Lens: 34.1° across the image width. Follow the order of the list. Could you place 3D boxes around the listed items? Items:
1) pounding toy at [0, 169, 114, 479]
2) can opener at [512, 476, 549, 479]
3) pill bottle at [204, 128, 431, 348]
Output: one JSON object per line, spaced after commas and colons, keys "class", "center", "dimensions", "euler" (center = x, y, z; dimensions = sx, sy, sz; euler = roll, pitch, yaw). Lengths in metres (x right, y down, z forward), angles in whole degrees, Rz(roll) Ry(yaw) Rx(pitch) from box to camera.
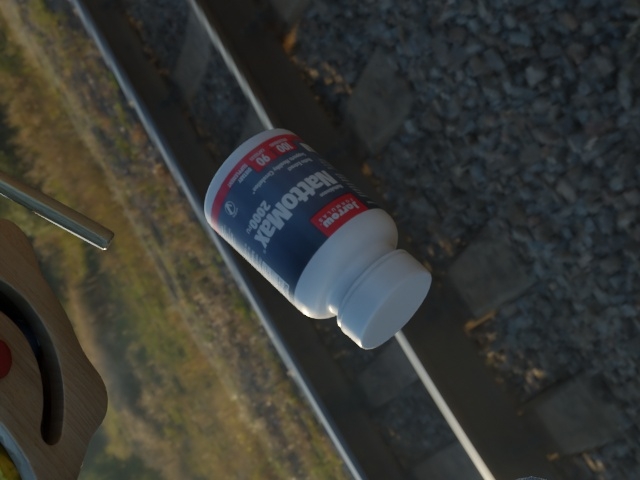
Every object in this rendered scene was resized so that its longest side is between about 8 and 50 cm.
{"class": "pounding toy", "center": [-0.220, 0.058, 0.664], "dimensions": [0.154, 0.154, 0.270], "euler": [-12, 112, 30]}
{"class": "can opener", "center": [0.191, 0.354, 0.930], "dimensions": [0.076, 0.284, 0.095], "euler": [-7, 159, 38]}
{"class": "pill bottle", "center": [0.000, 0.000, 0.857], "dimensions": [0.180, 0.108, 0.108], "euler": [41, 156, 23]}
